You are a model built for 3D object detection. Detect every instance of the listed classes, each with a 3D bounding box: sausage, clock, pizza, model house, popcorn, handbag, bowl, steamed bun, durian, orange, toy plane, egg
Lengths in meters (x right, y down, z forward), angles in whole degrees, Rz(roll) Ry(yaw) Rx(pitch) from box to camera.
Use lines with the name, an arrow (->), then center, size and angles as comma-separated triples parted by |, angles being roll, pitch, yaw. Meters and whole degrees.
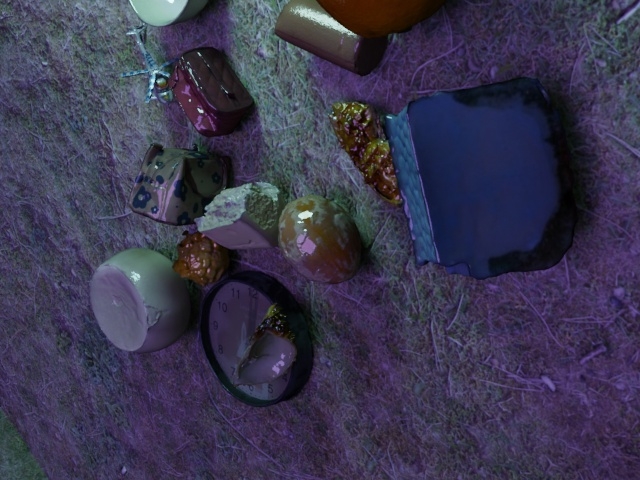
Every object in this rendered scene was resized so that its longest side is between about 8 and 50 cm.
sausage -> 0.021, -0.468, 1.709 | 0.253, 0.123, 0.123 | 32, 120, 29
clock -> -0.189, 0.277, 2.118 | 0.386, 0.076, 0.386 | 12, 110, 37
pizza -> 0.106, -0.201, 1.707 | 0.305, 0.086, 0.161 | 61, 159, 23
model house -> 0.285, -0.106, 1.524 | 0.339, 0.298, 0.360 | 176, 79, -77
popcorn -> -0.332, 0.042, 2.128 | 0.180, 0.180, 0.170 | -31, 96, 41
handbag -> -0.286, -0.385, 1.974 | 0.135, 0.146, 0.225 | -43, 74, 44
bowl -> -0.372, -0.691, 1.961 | 0.277, 0.145, 0.277 | 14, 112, 37
steamed bun -> -0.527, 0.176, 2.285 | 0.324, 0.206, 0.324 | 14, 112, 38
durian -> -0.136, 0.275, 1.934 | 0.144, 0.139, 0.252 | 45, 125, 16
orange -> 0.120, -0.549, 1.489 | 0.312, 0.312, 0.312 | 12, 109, 37
toy plane -> -0.479, -0.478, 2.125 | 0.273, 0.182, 0.107 | 41, 156, 26
handbag -> -0.368, -0.154, 2.046 | 0.190, 0.251, 0.193 | 21, 105, 27
steamed bun -> -0.203, -0.072, 1.971 | 0.226, 0.200, 0.170 | -6, 62, 41
egg -> 0.000, 0.000, 1.810 | 0.233, 0.195, 0.195 | 46, 126, 19
